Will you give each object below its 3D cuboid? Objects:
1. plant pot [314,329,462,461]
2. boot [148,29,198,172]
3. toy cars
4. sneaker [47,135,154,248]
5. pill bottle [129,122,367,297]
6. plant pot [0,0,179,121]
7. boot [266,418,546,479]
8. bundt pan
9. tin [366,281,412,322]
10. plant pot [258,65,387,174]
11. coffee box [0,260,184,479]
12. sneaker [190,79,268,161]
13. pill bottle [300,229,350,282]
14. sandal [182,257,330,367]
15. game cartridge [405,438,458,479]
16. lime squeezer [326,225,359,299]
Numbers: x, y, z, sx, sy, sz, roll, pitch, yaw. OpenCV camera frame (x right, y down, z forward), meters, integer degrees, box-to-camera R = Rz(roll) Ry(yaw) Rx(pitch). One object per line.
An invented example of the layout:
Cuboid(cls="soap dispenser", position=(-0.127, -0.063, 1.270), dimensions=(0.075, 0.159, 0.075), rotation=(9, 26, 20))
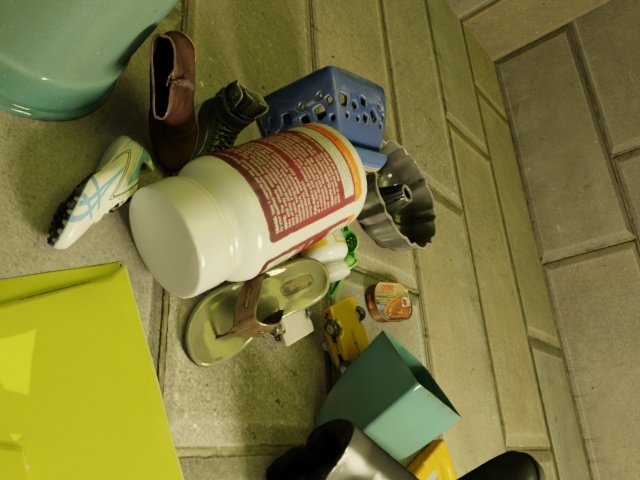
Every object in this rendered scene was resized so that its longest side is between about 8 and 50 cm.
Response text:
Cuboid(cls="plant pot", position=(0.118, 0.343, 1.073), dimensions=(0.165, 0.234, 0.165), rotation=(42, 7, -32))
Cuboid(cls="boot", position=(-0.253, -0.213, 0.875), dimensions=(0.207, 0.090, 0.248), rotation=(-103, -159, -68))
Cuboid(cls="toy cars", position=(-0.021, 0.168, 1.127), dimensions=(0.394, 0.087, 0.176), rotation=(38, 57, -30))
Cuboid(cls="sneaker", position=(-0.333, -0.071, 0.832), dimensions=(0.086, 0.085, 0.237), rotation=(44, 43, -24))
Cuboid(cls="pill bottle", position=(-0.117, -0.063, 0.958), dimensions=(0.392, 0.224, 0.224), rotation=(-28, 96, -42))
Cuboid(cls="plant pot", position=(-0.354, -0.394, 0.756), dimensions=(0.341, 0.334, 0.341), rotation=(27, 53, -43))
Cuboid(cls="boot", position=(0.172, 0.449, 0.995), dimensions=(0.445, 0.367, 0.146), rotation=(43, 1, -21))
Cuboid(cls="bundt pan", position=(0.198, -0.114, 1.524), dimensions=(0.331, 0.124, 0.330), rotation=(29, 50, -42))
Cuboid(cls="tin", position=(0.186, 0.166, 1.441), dimensions=(0.190, 0.040, 0.106), rotation=(9, 69, -51))
Cuboid(cls="plant pot", position=(0.015, -0.250, 1.267), dimensions=(0.236, 0.236, 0.212), rotation=(1, 78, -54))
Cuboid(cls="coffee box", position=(-0.348, 0.237, 0.436), dimensions=(0.338, 0.334, 0.337), rotation=(-9, 80, -54))
Cuboid(cls="sneaker", position=(-0.182, -0.205, 1.037), dimensions=(0.086, 0.164, 0.226), rotation=(26, 55, -46))
Cuboid(cls="pill bottle", position=(0.000, 0.000, 1.198), dimensions=(0.103, 0.103, 0.184), rotation=(4, 60, -52))
Cuboid(cls="sandal", position=(-0.108, 0.113, 0.957), dimensions=(0.303, 0.086, 0.120), rotation=(-30, 97, -23))
Cuboid(cls="game cartridge", position=(0.266, 0.675, 1.270), dimensions=(0.324, 0.053, 0.285), rotation=(-14, 84, -53))
Cuboid(cls="lime squeezer", position=(0.060, 0.022, 1.309), dimensions=(0.110, 0.059, 0.310), rotation=(71, 21, -57))
